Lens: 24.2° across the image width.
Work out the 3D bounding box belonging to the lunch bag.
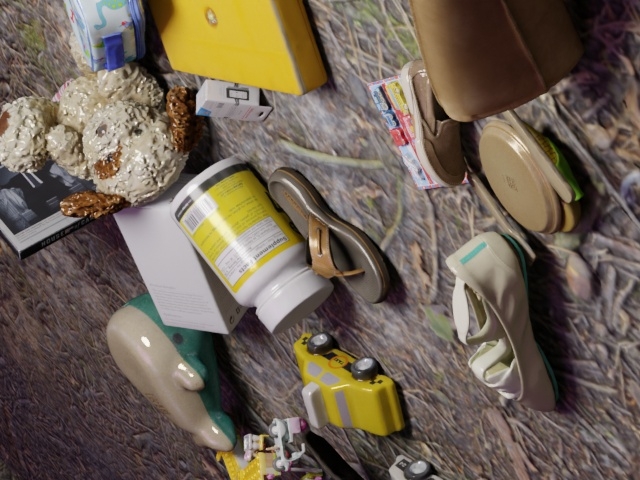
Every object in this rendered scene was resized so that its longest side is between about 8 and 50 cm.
[{"bbox_3d":[-0.267,-0.304,1.798,0.219,0.090,0.176,116,136,-78],"label":"lunch bag"}]

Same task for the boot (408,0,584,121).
[{"bbox_3d":[0.168,-0.231,1.191,0.269,0.236,0.089,56,-162,-52],"label":"boot"}]

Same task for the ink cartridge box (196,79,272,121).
[{"bbox_3d":[-0.103,-0.167,1.792,0.048,0.083,0.028,138,135,-64],"label":"ink cartridge box"}]

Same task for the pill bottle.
[{"bbox_3d":[-0.085,0.008,1.883,0.208,0.119,0.119,51,153,12],"label":"pill bottle"}]

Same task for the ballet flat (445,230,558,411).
[{"bbox_3d":[0.182,0.100,1.547,0.086,0.086,0.248,26,145,47],"label":"ballet flat"}]

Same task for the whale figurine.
[{"bbox_3d":[-0.205,0.196,2.283,0.272,0.141,0.216,55,156,-11],"label":"whale figurine"}]

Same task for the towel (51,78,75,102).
[{"bbox_3d":[-0.375,-0.159,2.295,0.144,0.029,0.197,59,154,-2],"label":"towel"}]

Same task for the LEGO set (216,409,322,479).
[{"bbox_3d":[-0.078,0.332,2.293,0.287,0.107,0.132,170,104,-67],"label":"LEGO set"}]

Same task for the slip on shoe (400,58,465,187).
[{"bbox_3d":[0.120,-0.116,1.479,0.041,0.051,0.135,-1,111,48],"label":"slip on shoe"}]

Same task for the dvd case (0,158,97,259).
[{"bbox_3d":[-0.439,-0.093,2.245,0.239,0.179,0.029,46,152,25],"label":"dvd case"}]

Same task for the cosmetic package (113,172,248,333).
[{"bbox_3d":[-0.188,0.016,2.048,0.117,0.085,0.231,6,133,28],"label":"cosmetic package"}]

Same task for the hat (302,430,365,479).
[{"bbox_3d":[0.044,0.403,1.947,0.331,0.134,0.331,49,178,2],"label":"hat"}]

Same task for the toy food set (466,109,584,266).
[{"bbox_3d":[0.200,-0.060,1.424,0.132,0.038,0.192,56,165,14],"label":"toy food set"}]

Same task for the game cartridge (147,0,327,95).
[{"bbox_3d":[-0.130,-0.330,1.674,0.285,0.052,0.324,19,132,52],"label":"game cartridge"}]

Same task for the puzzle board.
[{"bbox_3d":[0.101,-0.112,1.554,0.096,0.011,0.128,-6,115,61],"label":"puzzle board"}]

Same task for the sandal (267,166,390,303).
[{"bbox_3d":[0.000,0.000,1.793,0.219,0.060,0.090,48,152,19],"label":"sandal"}]

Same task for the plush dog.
[{"bbox_3d":[-0.266,-0.134,1.967,0.225,0.262,0.210,49,-172,37],"label":"plush dog"}]

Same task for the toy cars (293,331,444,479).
[{"bbox_3d":[0.081,0.279,1.930,0.394,0.087,0.176,51,153,12],"label":"toy cars"}]
